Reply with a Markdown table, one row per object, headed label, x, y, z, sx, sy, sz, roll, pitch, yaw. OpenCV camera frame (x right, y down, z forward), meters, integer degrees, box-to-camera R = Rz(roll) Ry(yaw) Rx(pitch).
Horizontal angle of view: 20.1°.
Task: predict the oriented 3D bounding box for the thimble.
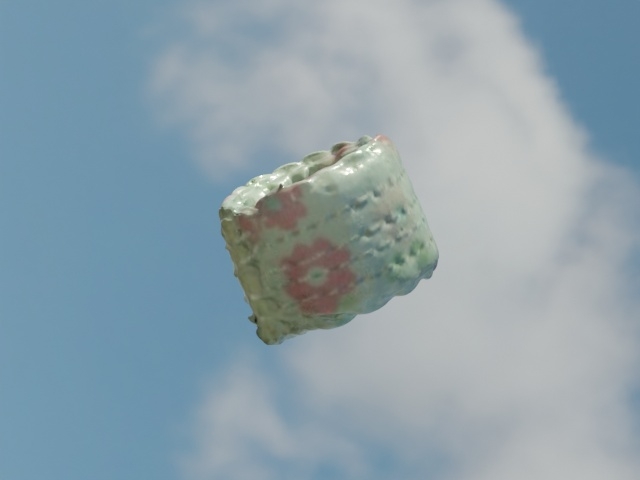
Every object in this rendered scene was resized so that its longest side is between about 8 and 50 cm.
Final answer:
| label | x | y | z | sx | sy | sz | roll | pitch | yaw |
| --- | --- | --- | --- | --- | --- | --- | --- | --- | --- |
| thimble | 0.000 | 0.000 | 1.700 | 0.185 | 0.211 | 0.149 | -12 | -76 | 48 |
